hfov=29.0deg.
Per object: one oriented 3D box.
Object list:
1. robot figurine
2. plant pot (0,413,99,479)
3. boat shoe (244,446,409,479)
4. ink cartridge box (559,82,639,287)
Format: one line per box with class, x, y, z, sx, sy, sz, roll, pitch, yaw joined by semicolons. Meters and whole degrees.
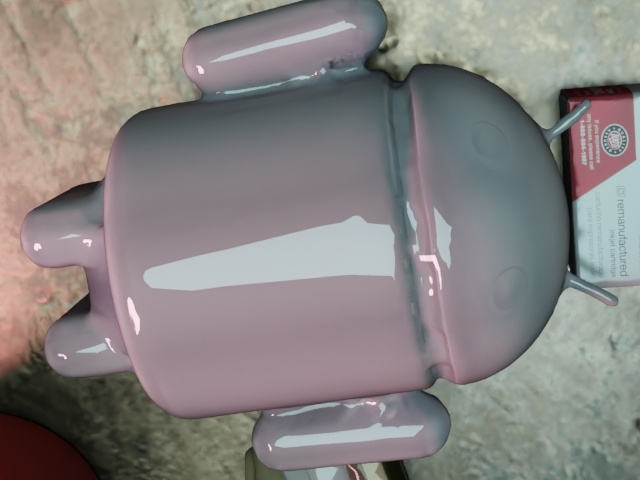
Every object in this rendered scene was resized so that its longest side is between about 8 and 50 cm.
robot figurine;0.000;0.000;0.775;0.353;0.200;0.300;-8;105;8
plant pot;-0.259;0.243;0.825;0.274;0.243;0.275;1;100;7
boat shoe;0.035;0.266;0.872;0.103;0.113;0.302;-18;87;10
ink cartridge box;0.249;-0.041;0.806;0.175;0.072;0.128;-4;99;7
